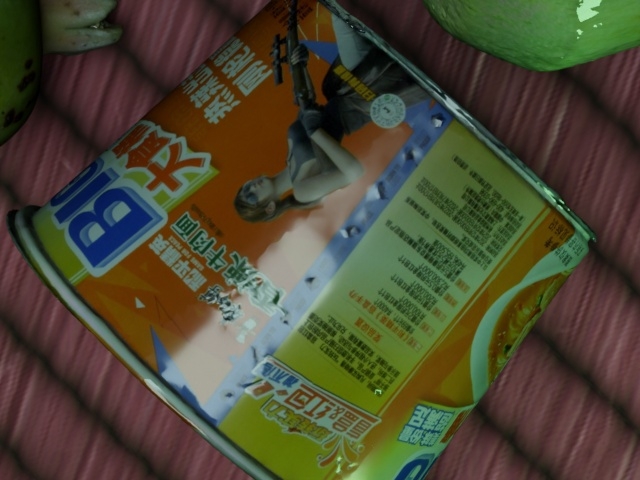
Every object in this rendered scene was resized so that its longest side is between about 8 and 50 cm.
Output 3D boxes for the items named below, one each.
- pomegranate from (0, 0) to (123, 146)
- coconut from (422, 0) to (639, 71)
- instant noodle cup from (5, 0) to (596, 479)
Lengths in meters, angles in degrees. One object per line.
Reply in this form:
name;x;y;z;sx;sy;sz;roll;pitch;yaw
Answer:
pomegranate;-0.222;-0.129;1.075;0.210;0.180;0.180;-10;98;-20
coconut;0.154;-0.214;0.982;0.236;0.204;0.235;2;72;-5
instant noodle cup;0.000;0.000;1.008;0.296;0.296;0.214;41;94;0
